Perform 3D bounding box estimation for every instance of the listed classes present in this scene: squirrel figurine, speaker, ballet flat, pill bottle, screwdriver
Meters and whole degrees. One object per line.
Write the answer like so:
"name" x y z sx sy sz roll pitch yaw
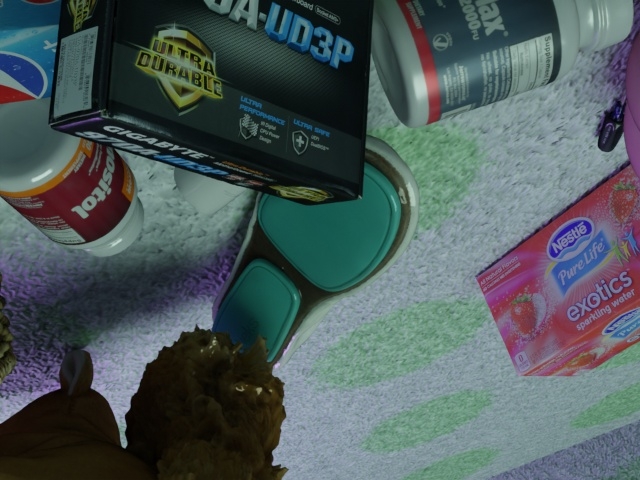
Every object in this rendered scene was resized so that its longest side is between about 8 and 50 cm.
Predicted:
"squirrel figurine" -0.208 0.247 0.948 0.397 0.281 0.370 -18 -168 -2
"speaker" -0.058 -0.077 0.812 0.136 0.055 0.055 -35 150 25
"ballet flat" 0.000 0.000 0.942 0.139 0.139 0.400 -6 153 -27
"pill bottle" -0.192 -0.046 0.742 0.086 0.086 0.152 -23 154 3
"screwdriver" 0.307 -0.150 0.985 0.024 0.025 0.170 -15 144 -11
"pill bottle" 0.133 -0.162 0.735 0.180 0.108 0.108 -19 153 -5

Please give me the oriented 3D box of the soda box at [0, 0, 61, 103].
"soda box" -0.209 -0.128 0.595 0.210 0.071 0.067 -12 151 -18

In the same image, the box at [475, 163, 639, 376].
"box" 0.362 0.036 1.210 0.142 0.154 0.300 8 143 -42

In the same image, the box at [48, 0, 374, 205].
"box" -0.053 -0.127 0.595 0.051 0.175 0.220 -5 167 40

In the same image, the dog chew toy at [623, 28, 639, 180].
"dog chew toy" 0.354 -0.131 0.825 0.206 0.207 0.332 -28 155 14

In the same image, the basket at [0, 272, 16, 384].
"basket" -0.396 0.149 0.807 0.299 0.223 0.213 -31 151 17
